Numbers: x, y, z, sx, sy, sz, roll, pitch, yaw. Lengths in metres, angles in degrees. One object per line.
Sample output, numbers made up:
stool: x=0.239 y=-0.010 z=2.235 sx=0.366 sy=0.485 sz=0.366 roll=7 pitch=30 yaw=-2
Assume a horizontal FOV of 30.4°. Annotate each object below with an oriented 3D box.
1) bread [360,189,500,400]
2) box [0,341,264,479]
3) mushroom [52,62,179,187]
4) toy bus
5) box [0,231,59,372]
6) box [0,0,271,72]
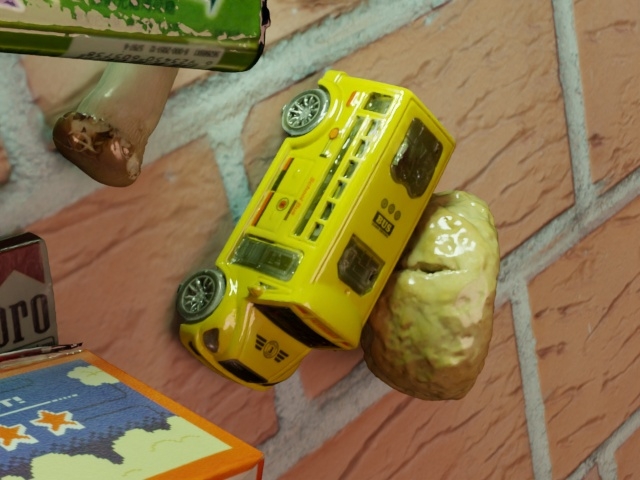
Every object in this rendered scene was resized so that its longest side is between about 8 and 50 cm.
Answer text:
bread: x=0.113 y=0.059 z=1.299 sx=0.134 sy=0.244 sz=0.244 roll=3 pitch=102 yaw=-3
box: x=-0.256 y=0.306 z=0.931 sx=0.319 sy=0.257 sz=0.348 roll=-13 pitch=117 yaw=-45
mushroom: x=-0.167 y=-0.152 z=1.055 sx=0.071 sy=0.084 sz=0.209 roll=110 pitch=1 yaw=-76
toy bus: x=0.000 y=0.000 z=1.200 sx=0.144 sy=0.152 sz=0.330 roll=41 pitch=72 yaw=-44
box: x=-0.309 y=0.069 z=0.992 sx=0.177 sy=0.036 sz=0.115 roll=-19 pitch=115 yaw=-40
box: x=-0.207 y=-0.209 z=0.934 sx=0.346 sy=0.097 sz=0.134 roll=-2 pitch=95 yaw=-35
